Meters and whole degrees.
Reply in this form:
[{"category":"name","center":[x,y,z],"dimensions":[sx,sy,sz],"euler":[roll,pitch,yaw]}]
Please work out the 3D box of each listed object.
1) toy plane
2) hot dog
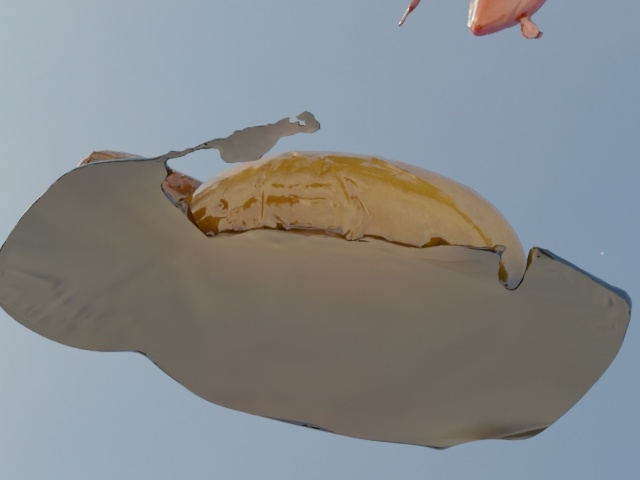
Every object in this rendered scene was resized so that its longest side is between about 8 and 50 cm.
[{"category":"toy plane","center":[0.128,-0.198,0.589],"dimensions":[0.077,0.126,0.194],"euler":[30,-120,3]},{"category":"hot dog","center":[0.000,0.005,0.601],"dimensions":[0.326,0.107,0.194],"euler":[24,-61,-11]}]
